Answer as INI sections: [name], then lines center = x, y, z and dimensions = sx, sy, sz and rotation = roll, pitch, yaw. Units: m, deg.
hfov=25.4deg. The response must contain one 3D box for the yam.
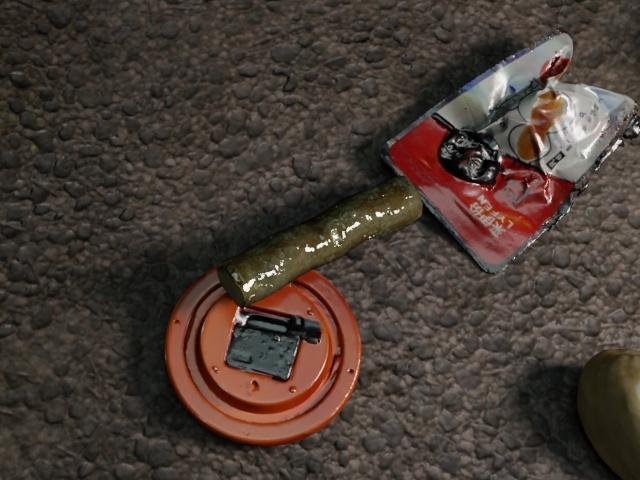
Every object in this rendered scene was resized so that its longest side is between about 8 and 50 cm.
[yam]
center = 0.000, 0.000, 1.485
dimensions = 0.253, 0.061, 0.061
rotation = -27, 72, -32

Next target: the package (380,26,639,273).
[package]
center = 0.222, -0.112, 1.586
dimensions = 0.269, 0.071, 0.194
rotation = -43, 75, -7

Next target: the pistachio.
[pistachio]
center = 0.341, 0.190, 1.451
dimensions = 0.126, 0.108, 0.185
rotation = -36, 82, 6

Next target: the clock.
[clock]
center = -0.059, 0.112, 1.467
dimensions = 0.205, 0.051, 0.205
rotation = 2, 67, -4
